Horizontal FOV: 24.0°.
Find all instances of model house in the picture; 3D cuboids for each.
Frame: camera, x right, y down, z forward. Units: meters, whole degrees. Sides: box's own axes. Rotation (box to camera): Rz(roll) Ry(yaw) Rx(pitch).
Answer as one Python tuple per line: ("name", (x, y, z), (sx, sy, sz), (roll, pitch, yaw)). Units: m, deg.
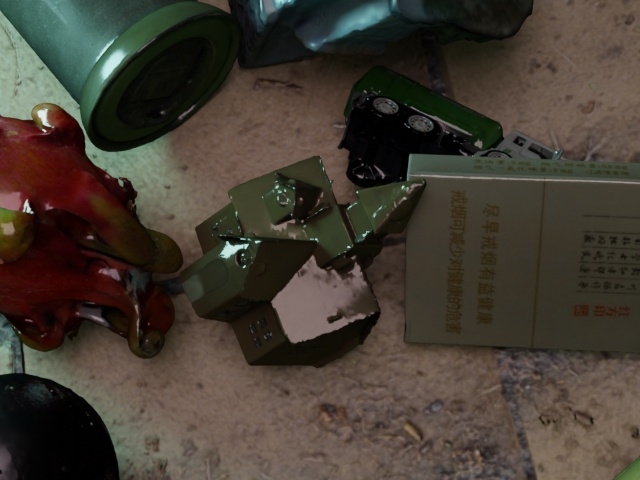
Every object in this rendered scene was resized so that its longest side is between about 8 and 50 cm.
("model house", (0.000, 0.000, 1.484), (0.248, 0.176, 0.180), (-35, 68, 32))
("model house", (0.006, -0.347, 1.627), (0.297, 0.339, 0.360), (-6, 83, -44))

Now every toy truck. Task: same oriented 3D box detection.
("toy truck", (0.130, -0.095, 1.594), (0.242, 0.101, 0.125), (28, 40, 13))

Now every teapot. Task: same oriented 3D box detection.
("teapot", (-0.249, -0.299, 1.615), (0.337, 0.200, 0.270), (49, 125, 17))

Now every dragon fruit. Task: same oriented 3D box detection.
("dragon fruit", (-0.287, -0.012, 1.542), (0.307, 0.243, 0.227), (37, 85, -29))

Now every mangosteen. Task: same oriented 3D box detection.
("mangosteen", (-0.323, 0.238, 1.483), (0.250, 0.211, 0.211), (-10, 69, 32))

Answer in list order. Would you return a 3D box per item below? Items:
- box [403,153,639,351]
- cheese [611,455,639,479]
("box", (0.267, 0.017, 1.512), (0.365, 0.204, 0.051), (2, 30, 5))
("cheese", (0.304, 0.277, 1.395), (0.265, 0.242, 0.124), (-40, 84, -9))
